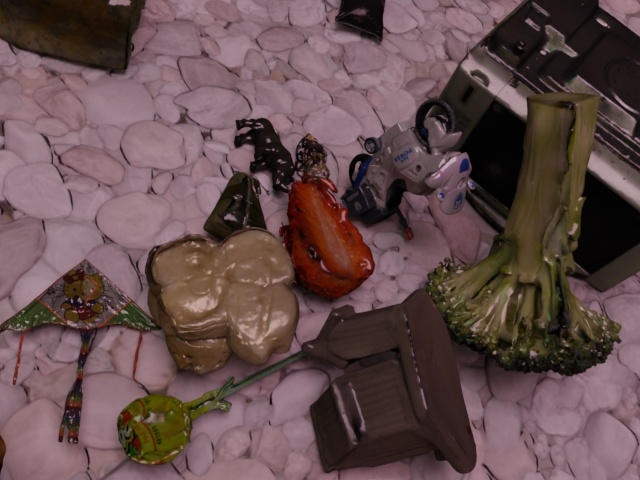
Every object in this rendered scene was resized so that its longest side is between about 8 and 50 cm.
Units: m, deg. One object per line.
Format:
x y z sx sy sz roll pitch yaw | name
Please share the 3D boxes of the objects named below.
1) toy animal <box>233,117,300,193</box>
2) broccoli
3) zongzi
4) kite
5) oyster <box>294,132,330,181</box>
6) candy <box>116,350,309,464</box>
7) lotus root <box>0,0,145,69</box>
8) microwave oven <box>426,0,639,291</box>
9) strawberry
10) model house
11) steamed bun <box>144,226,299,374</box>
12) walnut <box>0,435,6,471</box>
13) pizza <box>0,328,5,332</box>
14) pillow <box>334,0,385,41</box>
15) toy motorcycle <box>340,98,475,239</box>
-0.074 -0.124 1.015 0.065 0.047 0.136 -15 61 -33 | toy animal
0.273 -0.009 0.910 0.221 0.252 0.362 2 85 -13 | broccoli
-0.089 -0.032 0.959 0.119 0.055 0.109 31 55 -13 | zongzi
-0.279 0.123 0.819 0.197 0.006 0.245 7 51 -23 | kite
-0.013 -0.129 1.051 0.054 0.019 0.083 2 61 -16 | oyster
-0.117 0.185 0.828 0.262 0.073 0.077 -22 88 -34 | candy
-0.390 -0.421 1.028 0.260 0.149 0.267 12 56 -11 | lotus root
0.404 -0.172 1.071 0.394 0.247 0.333 40 59 7 | microwave oven
0.000 0.000 0.958 0.121 0.082 0.188 10 48 -35 | strawberry
0.072 0.182 0.840 0.188 0.122 0.230 -17 70 14 | model house
-0.115 0.084 0.855 0.177 0.106 0.192 -17 59 -20 | steamed bun
-0.411 0.220 0.620 0.268 0.221 0.244 17 87 -28 | walnut
-0.486 0.102 0.768 0.262 0.034 0.181 -26 73 -27 | pizza
0.076 -0.429 1.230 0.090 0.048 0.150 9 63 -3 | pillow
0.124 -0.087 0.962 0.102 0.221 0.150 -21 81 -44 | toy motorcycle
